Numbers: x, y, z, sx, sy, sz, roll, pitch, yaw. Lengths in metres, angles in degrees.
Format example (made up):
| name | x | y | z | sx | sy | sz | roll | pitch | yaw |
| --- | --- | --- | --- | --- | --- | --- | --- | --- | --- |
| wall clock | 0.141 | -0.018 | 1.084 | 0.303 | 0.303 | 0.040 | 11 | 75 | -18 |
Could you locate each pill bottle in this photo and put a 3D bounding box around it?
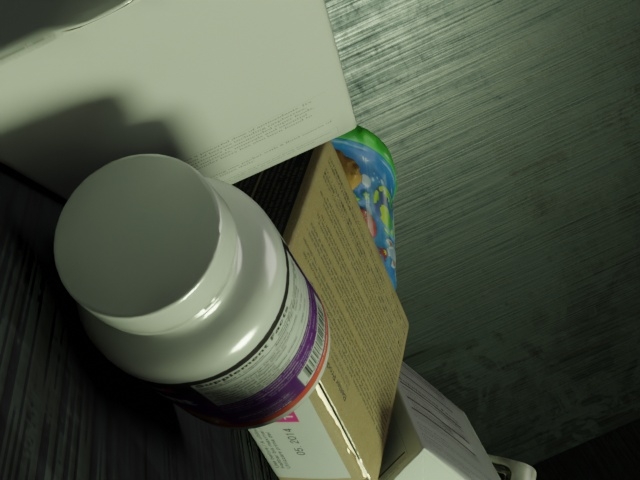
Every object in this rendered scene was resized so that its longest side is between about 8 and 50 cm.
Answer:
| name | x | y | z | sx | sy | sz | roll | pitch | yaw |
| --- | --- | --- | --- | --- | --- | --- | --- | --- | --- |
| pill bottle | -0.063 | 0.031 | 0.547 | 0.193 | 0.108 | 0.108 | 62 | 4 | -66 |

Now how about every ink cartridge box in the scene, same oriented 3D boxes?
| name | x | y | z | sx | sy | sz | roll | pitch | yaw |
| --- | --- | --- | --- | --- | --- | --- | --- | --- | --- |
| ink cartridge box | -0.011 | 0.064 | 0.857 | 0.193 | 0.088 | 0.234 | -71 | 146 | -45 |

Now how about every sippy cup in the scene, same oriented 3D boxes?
| name | x | y | z | sx | sy | sz | roll | pitch | yaw |
| --- | --- | --- | --- | --- | --- | --- | --- | --- | --- |
| sippy cup | 0.000 | 0.000 | 1.351 | 0.305 | 0.240 | 0.224 | 18 | 45 | -31 |

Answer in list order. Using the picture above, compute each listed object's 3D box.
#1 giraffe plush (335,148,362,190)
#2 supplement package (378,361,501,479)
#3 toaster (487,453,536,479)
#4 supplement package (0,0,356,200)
| name | x | y | z | sx | sy | sz | roll | pitch | yaw |
| --- | --- | --- | --- | --- | --- | --- | --- | --- | --- |
| giraffe plush | -0.073 | -0.065 | 1.075 | 0.170 | 0.181 | 0.210 | 44 | 14 | -2 |
| supplement package | 0.077 | 0.224 | 0.991 | 0.134 | 0.139 | 0.244 | 40 | 9 | -15 |
| toaster | 0.147 | 0.325 | 1.152 | 0.110 | 0.186 | 0.168 | 91 | 15 | -49 |
| supplement package | -0.102 | -0.138 | 0.549 | 0.293 | 0.177 | 0.175 | 60 | 7 | -79 |
